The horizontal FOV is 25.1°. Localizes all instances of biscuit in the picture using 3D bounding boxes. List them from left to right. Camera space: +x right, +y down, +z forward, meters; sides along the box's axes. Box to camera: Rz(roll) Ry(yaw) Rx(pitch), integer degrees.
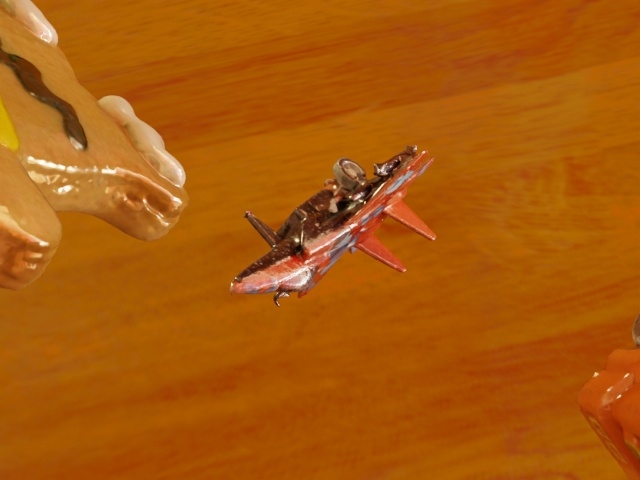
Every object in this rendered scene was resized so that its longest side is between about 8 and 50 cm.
[{"bbox_3d":[-0.136,-0.049,0.491,0.158,0.240,0.035,42,108,12],"label":"biscuit"}]

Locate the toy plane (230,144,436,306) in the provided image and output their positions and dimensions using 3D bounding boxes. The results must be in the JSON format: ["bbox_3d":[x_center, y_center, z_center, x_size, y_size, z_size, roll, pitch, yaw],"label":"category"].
[{"bbox_3d":[-0.002,-0.003,0.813,0.061,0.189,0.130,52,123,17],"label":"toy plane"}]

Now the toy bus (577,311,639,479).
[{"bbox_3d":[0.259,0.008,0.466,0.329,0.153,0.143,-36,98,-5],"label":"toy bus"}]
